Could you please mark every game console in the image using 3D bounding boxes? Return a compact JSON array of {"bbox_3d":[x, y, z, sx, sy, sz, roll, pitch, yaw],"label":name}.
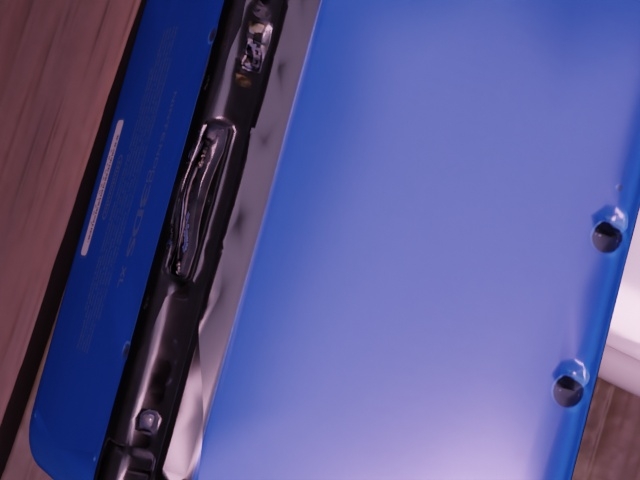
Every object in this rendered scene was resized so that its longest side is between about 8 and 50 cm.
[{"bbox_3d":[0.000,0.000,0.657,0.173,0.250,0.293,17,86,-23],"label":"game console"}]

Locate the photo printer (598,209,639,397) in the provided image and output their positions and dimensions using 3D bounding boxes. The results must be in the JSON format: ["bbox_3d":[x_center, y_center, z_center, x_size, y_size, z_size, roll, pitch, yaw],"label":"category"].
[{"bbox_3d":[0.212,-0.037,0.664,0.307,0.107,0.256,27,87,7],"label":"photo printer"}]
